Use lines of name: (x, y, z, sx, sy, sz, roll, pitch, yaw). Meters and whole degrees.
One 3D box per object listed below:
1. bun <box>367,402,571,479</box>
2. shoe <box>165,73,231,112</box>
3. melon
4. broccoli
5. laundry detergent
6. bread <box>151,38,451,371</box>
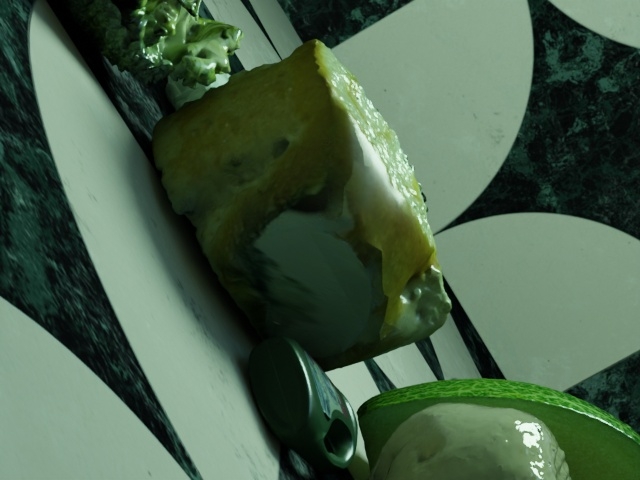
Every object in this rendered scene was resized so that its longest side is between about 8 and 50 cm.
bun: (0.161, 0.346, 1.678, 0.326, 0.235, 0.362, -92, 167, -59)
shoe: (-0.144, -0.164, 2.048, 0.110, 0.095, 0.265, 50, 7, -25)
melon: (0.233, 0.267, 1.924, 0.331, 0.344, 0.226, 71, 12, -55)
broccoli: (-0.163, -0.304, 1.827, 0.263, 0.243, 0.247, 55, -20, 14)
laundry detergent: (-0.005, 0.188, 1.770, 0.211, 0.063, 0.137, 50, 15, -58)
bread: (0.004, 0.008, 1.859, 0.395, 0.239, 0.264, 55, 14, -36)
